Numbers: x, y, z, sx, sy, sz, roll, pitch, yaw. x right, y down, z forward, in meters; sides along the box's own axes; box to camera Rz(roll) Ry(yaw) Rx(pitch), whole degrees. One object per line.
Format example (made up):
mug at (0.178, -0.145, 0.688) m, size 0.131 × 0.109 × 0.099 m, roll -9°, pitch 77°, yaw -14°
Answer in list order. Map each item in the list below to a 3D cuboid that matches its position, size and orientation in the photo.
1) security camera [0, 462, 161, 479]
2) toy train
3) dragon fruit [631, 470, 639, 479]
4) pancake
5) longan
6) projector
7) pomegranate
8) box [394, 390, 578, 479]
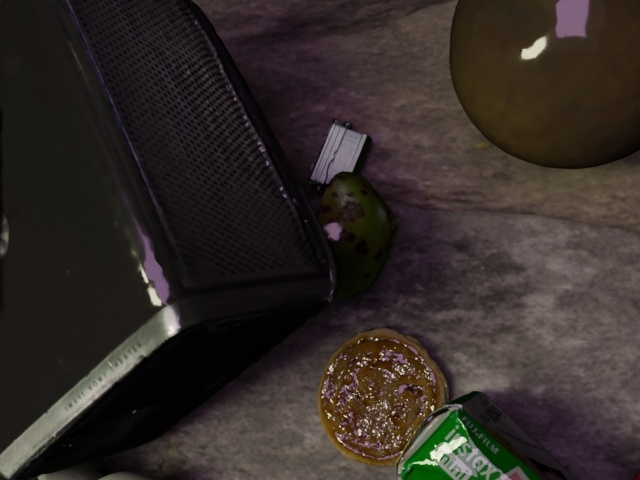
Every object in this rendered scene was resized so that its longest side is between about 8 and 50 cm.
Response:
security camera at (-0.294, 0.342, 0.894) m, size 0.236 × 0.194 × 0.194 m, roll 5°, pitch 82°, yaw 25°
toy train at (0.024, -0.098, 0.955) m, size 0.056 × 0.038 × 0.093 m, roll 21°, pitch 87°, yaw 16°
dragon fruit at (0.369, 0.237, 0.745) m, size 0.127 × 0.161 × 0.120 m, roll 32°, pitch 89°, yaw 29°
pancake at (0.068, 0.178, 0.901) m, size 0.158 × 0.028 × 0.158 m, roll -2°, pitch 83°, yaw 15°
longan at (0.255, -0.199, 0.809) m, size 0.258 × 0.258 × 0.257 m, roll -3°, pitch 80°, yaw 15°
projector at (-0.235, -0.015, 0.849) m, size 0.395 × 0.242 × 0.405 m, roll -41°, pitch 68°, yaw 36°
pomegranate at (0.008, 0.010, 0.885) m, size 0.169 × 0.143 × 0.122 m, roll -30°, pitch 75°, yaw -2°
box at (0.199, 0.262, 0.772) m, size 0.250 × 0.180 × 0.103 m, roll 43°, pitch 97°, yaw 17°
